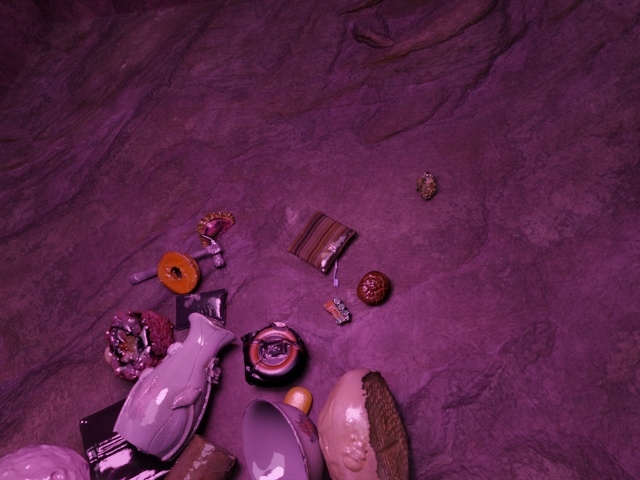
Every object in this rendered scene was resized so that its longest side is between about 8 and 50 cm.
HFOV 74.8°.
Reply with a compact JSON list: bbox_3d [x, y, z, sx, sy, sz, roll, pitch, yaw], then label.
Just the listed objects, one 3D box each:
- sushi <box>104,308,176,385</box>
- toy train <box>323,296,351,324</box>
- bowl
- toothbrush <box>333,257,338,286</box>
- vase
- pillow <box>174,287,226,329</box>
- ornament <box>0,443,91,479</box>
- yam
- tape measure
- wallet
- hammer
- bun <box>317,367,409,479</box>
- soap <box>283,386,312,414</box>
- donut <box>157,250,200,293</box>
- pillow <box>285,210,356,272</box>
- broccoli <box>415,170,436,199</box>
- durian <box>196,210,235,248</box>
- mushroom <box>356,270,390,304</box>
[{"bbox_3d":[-0.671,0.391,1.531,0.237,0.171,0.270,-22,64,3],"label":"sushi"},{"bbox_3d":[0.063,0.252,1.484,0.064,0.044,0.103,-36,58,-2],"label":"toy train"},{"bbox_3d":[-0.082,0.618,1.232,0.157,0.345,0.345,-3,50,-39],"label":"bowl"},{"bbox_3d":[0.063,0.084,1.589,0.019,0.013,0.193,0,63,8],"label":"toothbrush"},{"bbox_3d":[-0.464,0.466,1.394,0.250,0.249,0.445,16,61,22],"label":"vase"},{"bbox_3d":[-0.463,0.261,1.610,0.209,0.055,0.141,-9,68,11],"label":"pillow"},{"bbox_3d":[-0.874,0.793,1.284,0.338,0.337,0.336,-6,62,12],"label":"ornament"},{"bbox_3d":[-0.398,0.755,1.273,0.168,0.168,0.304,28,72,26],"label":"yam"},{"bbox_3d":[-0.157,0.388,1.417,0.223,0.135,0.202,-13,52,2],"label":"tape measure"},{"bbox_3d":[-0.646,0.678,1.391,0.247,0.041,0.323,-22,49,-27],"label":"wallet"},{"bbox_3d":[-0.599,0.104,1.720,0.427,0.044,0.152,-22,90,10],"label":"hammer"},{"bbox_3d":[0.106,0.546,1.161,0.202,0.364,0.364,-19,59,18],"label":"bun"},{"bbox_3d":[-0.087,0.564,1.364,0.089,0.033,0.168,12,68,20],"label":"soap"},{"bbox_3d":[-0.555,0.125,1.663,0.178,0.065,0.162,41,104,5],"label":"donut"},{"bbox_3d":[0.000,0.000,1.624,0.212,0.052,0.208,31,75,32],"label":"pillow"},{"bbox_3d":[0.404,-0.214,1.614,0.097,0.092,0.095,-45,46,10],"label":"broccoli"},{"bbox_3d":[-0.462,-0.078,1.757,0.187,0.108,0.119,-43,61,-9],"label":"durian"},{"bbox_3d":[0.186,0.166,1.472,0.109,0.085,0.126,22,75,23],"label":"mushroom"}]
